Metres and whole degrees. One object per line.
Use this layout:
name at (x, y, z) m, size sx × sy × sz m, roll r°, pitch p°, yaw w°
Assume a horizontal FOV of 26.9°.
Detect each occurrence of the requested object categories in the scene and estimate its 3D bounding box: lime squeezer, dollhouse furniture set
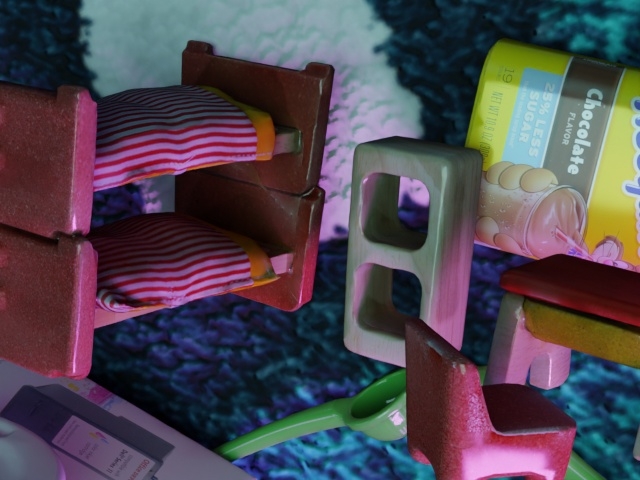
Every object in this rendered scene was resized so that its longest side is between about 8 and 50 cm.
lime squeezer at (0.070, 0.119, 0.832) m, size 0.310 × 0.059 × 0.110 m, roll 6°, pitch 136°, yaw 15°
dollhouse furniture set at (0.000, 0.000, 0.681) m, size 0.374 × 0.201 × 0.152 m, roll 14°, pitch 108°, yaw 34°

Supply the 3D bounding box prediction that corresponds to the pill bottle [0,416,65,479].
pill bottle at (-0.216, 0.211, 0.754) m, size 0.119 × 0.119 × 0.209 m, roll 19°, pitch 114°, yaw 12°

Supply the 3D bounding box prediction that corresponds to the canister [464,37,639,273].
canister at (0.167, -0.038, 0.748) m, size 0.169 × 0.073 × 0.126 m, roll 15°, pitch 106°, yaw 15°

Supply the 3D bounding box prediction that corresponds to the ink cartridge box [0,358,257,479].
ink cartridge box at (-0.183, 0.203, 0.873) m, size 0.353 × 0.119 × 0.207 m, roll 30°, pitch 116°, yaw 9°
